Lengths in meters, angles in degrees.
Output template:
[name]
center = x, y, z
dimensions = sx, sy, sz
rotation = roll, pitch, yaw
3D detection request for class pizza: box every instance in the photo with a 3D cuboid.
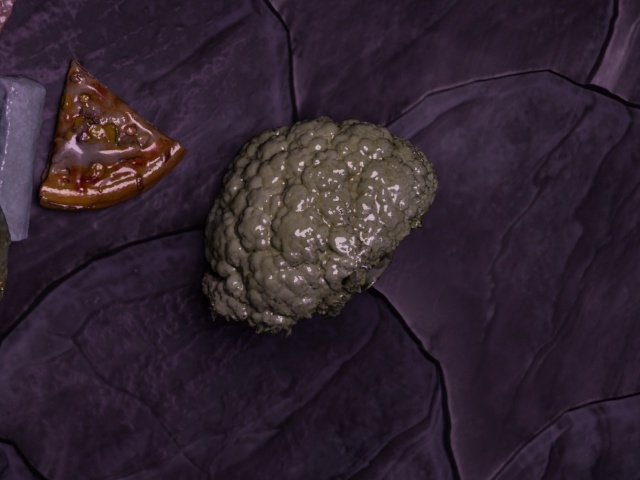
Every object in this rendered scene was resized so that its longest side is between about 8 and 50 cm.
[pizza]
center = -0.248, -0.127, 1.903
dimensions = 0.185, 0.036, 0.176
rotation = -10, 100, -19

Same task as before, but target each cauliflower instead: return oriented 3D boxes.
[cauliflower]
center = 0.000, 0.000, 1.927
dimensions = 0.250, 0.275, 0.272
rotation = 41, 61, -52

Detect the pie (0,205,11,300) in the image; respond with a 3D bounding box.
[pie]
center = -0.472, 0.009, 1.783
dimensions = 0.277, 0.078, 0.277
rotation = -1, 111, -2

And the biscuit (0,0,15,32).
[biscuit]
center = -0.403, -0.241, 1.823
dimensions = 0.094, 0.054, 0.378
rotation = 24, 88, -20

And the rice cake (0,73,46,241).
[rice cake]
center = -0.359, -0.088, 1.846
dimensions = 0.069, 0.063, 0.206
rotation = 6, 94, -60
